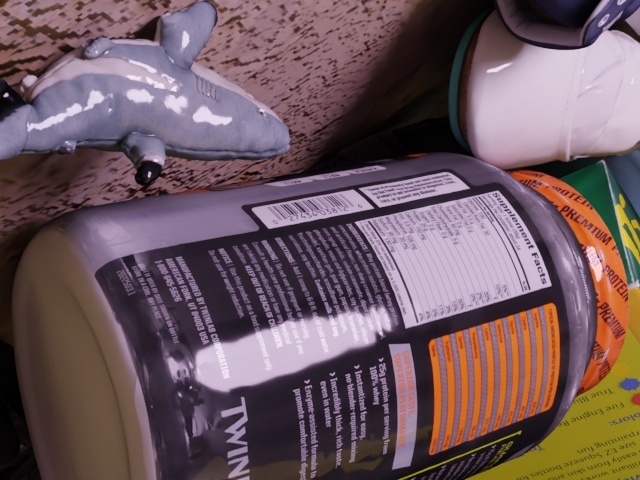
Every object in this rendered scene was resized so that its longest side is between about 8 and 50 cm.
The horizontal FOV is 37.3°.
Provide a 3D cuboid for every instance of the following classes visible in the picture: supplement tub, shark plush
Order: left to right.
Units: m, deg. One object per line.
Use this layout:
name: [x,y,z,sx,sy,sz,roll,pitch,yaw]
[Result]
shark plush: [-0.077,-0.052,0.382,0.073,0.067,0.161,-43,167,26]
supplement tub: [0.011,0.059,0.566,0.338,0.207,0.207,-11,155,-33]

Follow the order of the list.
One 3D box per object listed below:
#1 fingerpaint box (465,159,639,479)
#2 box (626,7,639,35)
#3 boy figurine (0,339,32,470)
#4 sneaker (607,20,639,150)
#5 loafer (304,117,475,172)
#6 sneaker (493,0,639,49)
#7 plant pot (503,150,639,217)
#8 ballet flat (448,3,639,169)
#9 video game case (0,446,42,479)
fingerpaint box: [0.150,0.178,0.911,0.445,0.371,0.163,-25,-145,25]
box: [0.393,-0.244,0.645,0.168,0.215,0.345,-26,164,-42]
boy figurine: [-0.288,0.183,0.608,0.285,0.092,0.177,-40,171,16]
sneaker: [0.361,-0.198,0.888,0.305,0.114,0.152,-52,-169,26]
loafer: [0.000,0.000,0.719,0.303,0.109,0.095,-33,163,-4]
sneaker: [0.189,-0.203,0.499,0.153,0.099,0.282,-34,170,-25]
plant pot: [0.254,-0.013,1.068,0.271,0.272,0.255,-48,179,41]
ballet flat: [0.210,-0.117,0.757,0.139,0.139,0.400,-41,169,19]
video game case: [-0.244,0.199,0.680,0.201,0.023,0.183,-41,-152,11]
